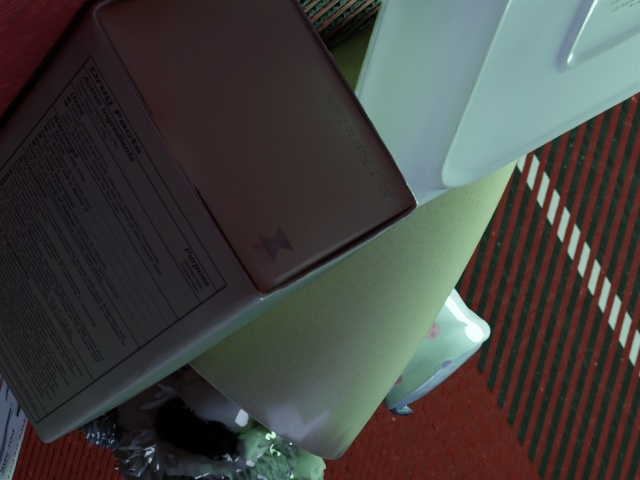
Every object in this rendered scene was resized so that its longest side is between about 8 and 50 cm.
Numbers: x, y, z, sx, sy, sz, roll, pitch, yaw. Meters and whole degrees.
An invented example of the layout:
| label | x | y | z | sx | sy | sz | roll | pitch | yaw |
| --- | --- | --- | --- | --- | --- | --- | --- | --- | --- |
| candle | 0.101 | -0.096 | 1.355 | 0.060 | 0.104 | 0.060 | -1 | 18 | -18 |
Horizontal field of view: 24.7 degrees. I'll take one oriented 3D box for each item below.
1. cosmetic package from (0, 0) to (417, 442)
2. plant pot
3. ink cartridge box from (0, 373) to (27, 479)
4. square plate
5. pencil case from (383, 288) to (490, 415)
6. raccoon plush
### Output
| label | x | y | z | sx | sy | sz | roll | pitch | yaw |
| --- | --- | --- | --- | --- | --- | --- | --- | --- | --- |
| cosmetic package | -0.099 | -0.010 | 0.807 | 0.113 | 0.160 | 0.309 | -28 | 177 | -36 |
| plant pot | 0.016 | -0.026 | 1.070 | 0.274 | 0.256 | 0.256 | -46 | 174 | 7 |
| ink cartridge box | -0.307 | 0.158 | 1.304 | 0.056 | 0.099 | 0.135 | 8 | 155 | 7 |
| square plate | 0.171 | -0.160 | 0.859 | 0.347 | 0.049 | 0.344 | -29 | 157 | -26 |
| pencil case | 0.029 | 0.015 | 1.267 | 0.113 | 0.273 | 0.124 | -36 | 176 | -8 |
| raccoon plush | -0.152 | 0.143 | 1.368 | 0.216 | 0.299 | 0.446 | -29 | 177 | -15 |
